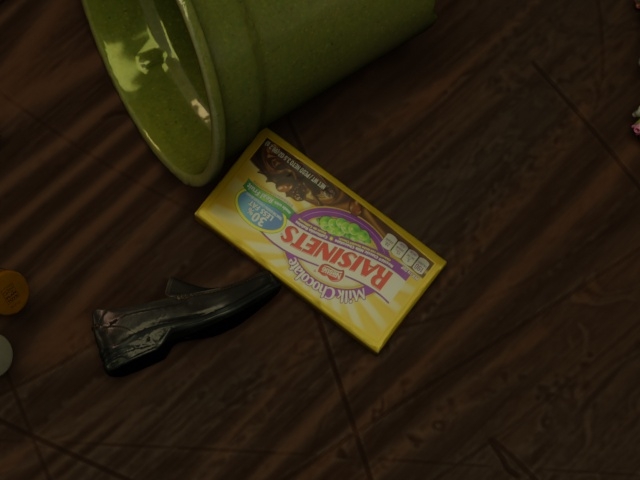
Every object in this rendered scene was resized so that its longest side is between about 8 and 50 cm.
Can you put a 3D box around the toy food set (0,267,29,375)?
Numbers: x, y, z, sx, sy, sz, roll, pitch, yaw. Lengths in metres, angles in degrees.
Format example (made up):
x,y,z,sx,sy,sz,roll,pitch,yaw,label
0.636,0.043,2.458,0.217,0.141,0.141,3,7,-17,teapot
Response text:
x,y,z,sx,sy,sz,roll,pitch,yaw,label
-0.363,0.091,1.577,0.232,0.104,0.111,-26,110,-35,toy food set

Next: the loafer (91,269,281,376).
x,y,z,sx,sy,sz,roll,pitch,yaw,label
-0.118,0.058,1.623,0.170,0.062,0.061,-23,76,-9,loafer

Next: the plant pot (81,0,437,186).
x,y,z,sx,sy,sz,roll,pitch,yaw,label
-0.045,-0.220,1.602,0.254,0.276,0.276,-24,80,-20,plant pot

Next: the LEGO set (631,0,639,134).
x,y,z,sx,sy,sz,roll,pitch,yaw,label
0.332,-0.160,1.691,0.132,0.107,0.287,-15,72,-41,LEGO set

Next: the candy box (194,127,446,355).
x,y,z,sx,sy,sz,roll,pitch,yaw,label
0.000,0.000,1.657,0.206,0.027,0.105,37,82,5,candy box
